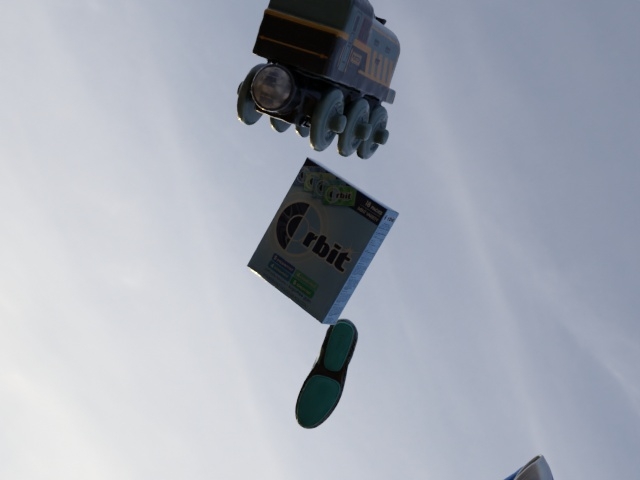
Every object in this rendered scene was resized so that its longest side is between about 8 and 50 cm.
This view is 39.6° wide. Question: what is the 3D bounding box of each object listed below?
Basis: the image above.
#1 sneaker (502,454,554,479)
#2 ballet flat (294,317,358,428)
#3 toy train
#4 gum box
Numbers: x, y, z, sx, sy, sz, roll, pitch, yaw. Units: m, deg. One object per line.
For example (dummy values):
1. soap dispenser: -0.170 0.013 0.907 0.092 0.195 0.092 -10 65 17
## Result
1. sneaker: 0.319 0.388 1.103 0.322 0.130 0.236 -1 -89 4
2. ballet flat: 0.014 0.217 1.452 0.070 0.070 0.188 25 -91 34
3. toy train: 0.016 -0.210 1.107 0.142 0.334 0.190 23 -81 18
4. gum box: 0.000 0.000 1.260 0.157 0.041 0.184 36 -80 30
